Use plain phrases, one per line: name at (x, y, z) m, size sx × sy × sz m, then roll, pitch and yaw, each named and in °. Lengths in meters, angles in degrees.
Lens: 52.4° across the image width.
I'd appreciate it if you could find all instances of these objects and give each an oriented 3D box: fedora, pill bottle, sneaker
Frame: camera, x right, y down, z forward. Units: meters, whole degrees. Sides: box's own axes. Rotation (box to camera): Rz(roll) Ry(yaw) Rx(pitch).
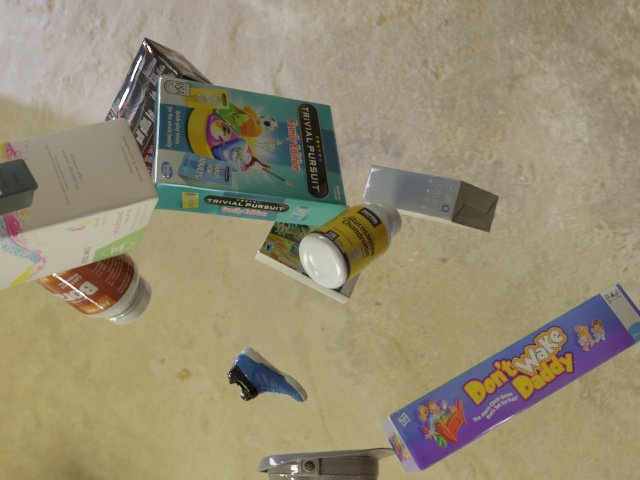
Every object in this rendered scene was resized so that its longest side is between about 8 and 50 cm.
fedora at (0.014, 0.471, 1.235) m, size 0.276 × 0.243 × 0.124 m, roll -3°, pitch 66°, yaw 1°
pill bottle at (0.058, -0.001, 1.129) m, size 0.103 × 0.184 × 0.103 m, roll 27°, pitch 134°, yaw 32°
sneaker at (-0.103, 0.275, 1.209) m, size 0.152 × 0.084 × 0.058 m, roll 38°, pitch 155°, yaw -3°
pill bottle at (-0.368, 0.048, 1.030) m, size 0.121 × 0.216 × 0.121 m, roll -14°, pitch 53°, yaw 19°

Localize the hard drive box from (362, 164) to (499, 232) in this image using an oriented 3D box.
hard drive box at (0.242, -0.091, 1.435) m, size 0.232 × 0.181 × 0.089 m, roll 15°, pitch 93°, yaw 39°

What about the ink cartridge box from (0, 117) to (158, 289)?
ink cartridge box at (-0.395, -0.018, 0.781) m, size 0.119 × 0.354 × 0.207 m, roll 66°, pitch 152°, yaw 10°

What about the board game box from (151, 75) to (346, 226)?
board game box at (-0.134, -0.163, 1.197) m, size 0.079 × 0.336 × 0.253 m, roll 120°, pitch 149°, yaw -51°

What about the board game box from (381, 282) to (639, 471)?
board game box at (0.258, 0.203, 0.915) m, size 0.347 × 0.233 × 0.078 m, roll -28°, pitch 72°, yaw -7°

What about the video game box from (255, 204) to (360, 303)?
video game box at (0.000, 0.000, 1.317) m, size 0.205 × 0.187 × 0.048 m, roll 27°, pitch 153°, yaw -5°

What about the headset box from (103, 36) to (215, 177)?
headset box at (-0.385, -0.281, 1.497) m, size 0.218 × 0.110 × 0.293 m, roll 46°, pitch 111°, yaw 39°
